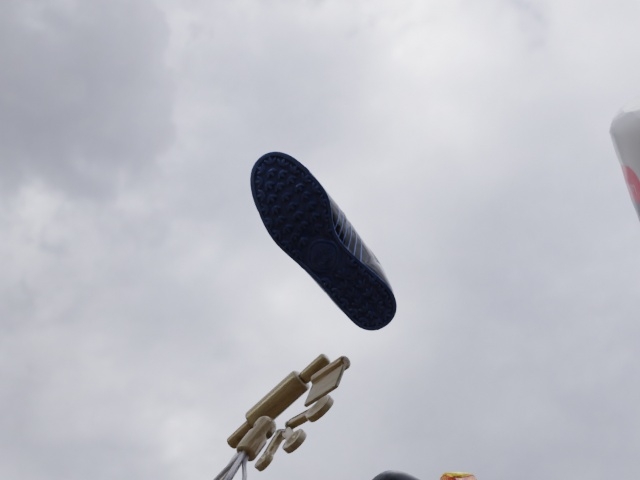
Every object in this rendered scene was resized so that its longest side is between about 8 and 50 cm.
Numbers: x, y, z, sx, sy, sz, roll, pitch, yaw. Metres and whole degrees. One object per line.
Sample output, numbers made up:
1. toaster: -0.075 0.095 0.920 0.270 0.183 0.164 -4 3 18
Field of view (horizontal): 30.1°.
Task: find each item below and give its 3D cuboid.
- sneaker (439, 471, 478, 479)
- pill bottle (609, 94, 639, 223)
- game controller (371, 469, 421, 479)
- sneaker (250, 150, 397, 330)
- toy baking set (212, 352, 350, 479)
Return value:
1. sneaker: 0.116 0.263 0.956 0.064 0.067 0.175 3 -63 -1
2. pill bottle: 0.267 0.060 0.557 0.176 0.176 0.319 -17 -83 26
3. game controller: 0.081 0.451 1.508 0.166 0.319 0.067 25 -28 12
4. sneaker: 0.000 0.000 1.323 0.081 0.090 0.232 -35 -82 1
5. toy baking set: -0.069 0.221 1.347 0.256 0.197 0.030 -42 -83 14
